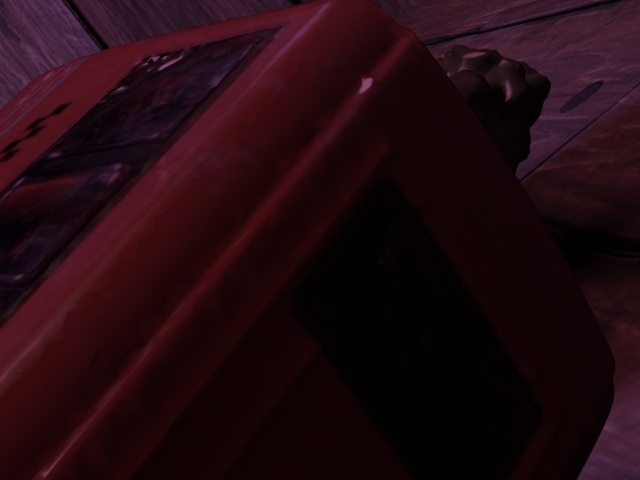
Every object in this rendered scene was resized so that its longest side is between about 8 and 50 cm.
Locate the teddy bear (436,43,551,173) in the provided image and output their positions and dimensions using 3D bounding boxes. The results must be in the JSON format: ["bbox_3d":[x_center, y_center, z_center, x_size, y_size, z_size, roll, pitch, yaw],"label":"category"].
[{"bbox_3d":[0.000,0.000,0.854,0.357,0.224,0.367,-33,-4,34],"label":"teddy bear"}]

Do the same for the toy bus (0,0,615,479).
[{"bbox_3d":[-0.101,0.127,0.392,0.233,0.203,0.427,-11,31,45],"label":"toy bus"}]
